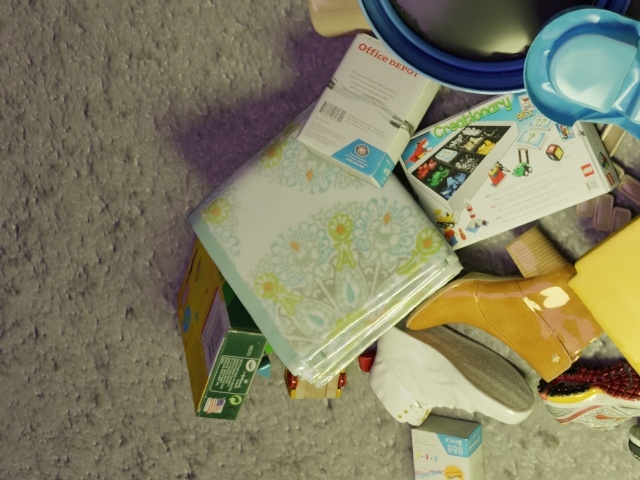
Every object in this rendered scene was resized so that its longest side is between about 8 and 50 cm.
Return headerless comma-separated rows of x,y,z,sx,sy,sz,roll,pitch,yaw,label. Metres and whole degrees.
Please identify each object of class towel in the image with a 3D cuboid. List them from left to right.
0.000,0.000,2.011,0.320,0.090,0.374,-39,69,9,towel

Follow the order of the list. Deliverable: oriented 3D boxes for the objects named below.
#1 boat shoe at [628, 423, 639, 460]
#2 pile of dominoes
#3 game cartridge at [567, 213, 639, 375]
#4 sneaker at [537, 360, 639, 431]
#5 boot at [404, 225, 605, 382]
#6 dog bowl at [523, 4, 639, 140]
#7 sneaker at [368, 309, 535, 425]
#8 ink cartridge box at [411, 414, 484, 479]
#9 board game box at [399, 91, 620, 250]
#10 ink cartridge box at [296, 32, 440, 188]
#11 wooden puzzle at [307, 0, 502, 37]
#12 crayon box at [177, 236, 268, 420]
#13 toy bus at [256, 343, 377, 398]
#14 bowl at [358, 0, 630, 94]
0.589,0.368,1.883,0.302,0.114,0.091,24,115,23,boat shoe
0.493,-0.058,1.830,0.251,0.040,0.196,41,126,22,pile of dominoes
0.544,0.090,1.773,0.285,0.052,0.324,-39,88,29,game cartridge
0.451,0.241,1.948,0.225,0.088,0.093,-3,127,34,sneaker
0.288,0.135,1.975,0.295,0.104,0.211,-37,82,31,boot
0.414,-0.219,1.705,0.297,0.074,0.166,17,117,-6,dog bowl
0.208,0.247,2.085,0.292,0.108,0.169,34,126,28,sneaker
0.218,0.394,2.158,0.104,0.061,0.181,6,113,30,ink cartridge box
0.272,-0.116,1.909,0.305,0.053,0.193,-22,94,39,board game box
0.075,-0.196,1.935,0.139,0.082,0.191,29,84,20,ink cartridge box
0.107,-0.480,1.861,0.322,0.080,0.348,-1,114,32,wooden puzzle
-0.173,0.127,2.204,0.081,0.318,0.202,8,125,-21,crayon box
-0.008,0.173,2.184,0.202,0.104,0.191,-38,120,7,toy bus
0.236,-0.396,1.733,0.391,0.077,0.391,3,113,7,bowl
